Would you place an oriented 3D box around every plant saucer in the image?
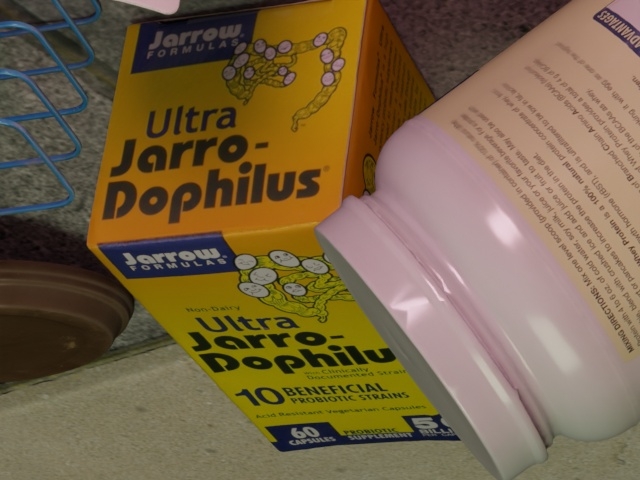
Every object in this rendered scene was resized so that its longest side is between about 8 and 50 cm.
[{"bbox_3d":[-0.308,0.081,1.747,0.278,0.041,0.278,-5,161,-2],"label":"plant saucer"}]

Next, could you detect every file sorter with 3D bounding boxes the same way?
[{"bbox_3d":[-0.224,-0.114,1.314,0.104,0.170,0.118,-7,148,18],"label":"file sorter"}]

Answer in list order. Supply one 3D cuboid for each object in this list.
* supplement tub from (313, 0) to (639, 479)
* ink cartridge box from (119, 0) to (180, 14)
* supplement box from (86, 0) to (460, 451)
[{"bbox_3d":[0.183,-0.024,1.185,0.325,0.235,0.235,-36,145,-4],"label":"supplement tub"},{"bbox_3d":[-0.127,-0.208,1.094,0.115,0.198,0.067,14,150,-12],"label":"ink cartridge box"},{"bbox_3d":[0.000,0.000,1.443,0.194,0.195,0.356,-6,148,22],"label":"supplement box"}]
